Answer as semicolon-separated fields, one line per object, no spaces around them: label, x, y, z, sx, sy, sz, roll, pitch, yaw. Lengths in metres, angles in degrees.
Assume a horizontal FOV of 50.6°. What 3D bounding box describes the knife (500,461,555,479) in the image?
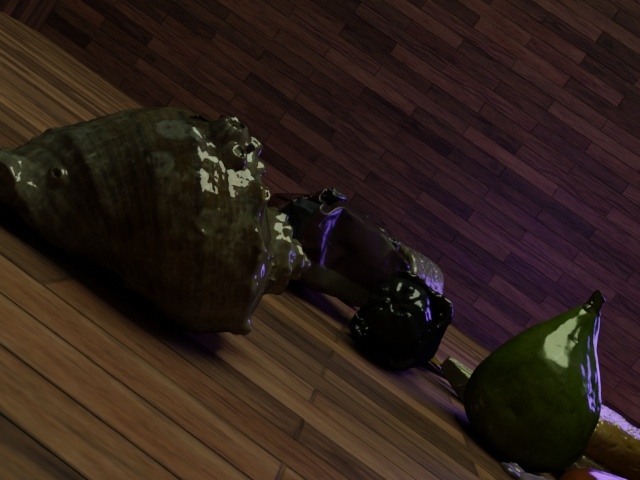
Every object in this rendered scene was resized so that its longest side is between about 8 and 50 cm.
knife;0.369;0.394;1.019;0.132;0.038;0.399;41;5;37

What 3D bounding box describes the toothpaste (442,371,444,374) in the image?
toothpaste;0.292;0.306;1.447;0.083;0.015;0.024;44;29;1

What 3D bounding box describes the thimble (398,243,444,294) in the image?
thimble;0.197;0.107;1.773;0.148;0.196;0.229;30;8;-40

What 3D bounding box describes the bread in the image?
bread;0.603;0.448;1.373;0.375;0.165;0.236;32;2;-14

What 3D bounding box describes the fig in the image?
fig;0.404;0.258;1.164;0.233;0.314;0.233;62;-3;5

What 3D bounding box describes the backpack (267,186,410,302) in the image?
backpack;0.000;0.000;1.388;0.283;0.197;0.317;34;-6;-29

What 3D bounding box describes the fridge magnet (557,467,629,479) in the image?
fridge magnet;0.362;0.353;0.609;0.364;0.155;0.363;35;4;-3

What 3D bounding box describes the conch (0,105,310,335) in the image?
conch;-0.173;-0.051;0.726;0.352;0.210;0.297;36;-11;-12

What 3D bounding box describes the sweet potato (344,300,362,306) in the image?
sweet potato;0.036;0.092;1.643;0.233;0.062;0.081;34;-13;45

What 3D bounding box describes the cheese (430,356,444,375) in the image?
cheese;0.207;0.220;1.471;0.270;0.069;0.177;44;3;-35

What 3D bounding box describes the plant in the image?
plant;0.150;0.150;1.239;0.142;0.164;0.256;41;-9;26

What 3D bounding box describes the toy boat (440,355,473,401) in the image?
toy boat;0.318;0.307;1.387;0.172;0.065;0.066;40;18;1
